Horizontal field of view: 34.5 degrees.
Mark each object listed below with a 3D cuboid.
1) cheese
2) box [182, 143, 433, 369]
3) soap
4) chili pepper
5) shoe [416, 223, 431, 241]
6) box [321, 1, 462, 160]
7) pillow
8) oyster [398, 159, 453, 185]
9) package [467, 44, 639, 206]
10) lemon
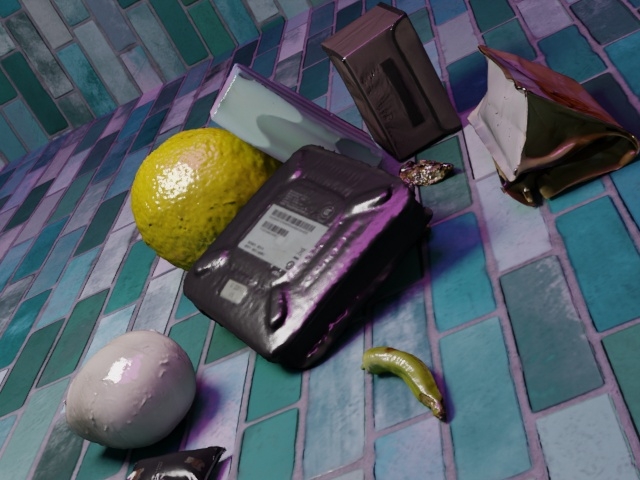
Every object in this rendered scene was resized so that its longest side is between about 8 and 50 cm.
[{"bbox_3d":[-0.277,0.220,1.549,0.189,0.154,0.198,8,42,48],"label":"cheese"},{"bbox_3d":[-0.033,0.014,1.641,0.350,0.091,0.359,-49,37,-11],"label":"box"},{"bbox_3d":[-0.044,-0.204,1.917,0.109,0.324,0.193,-57,21,13],"label":"soap"},{"bbox_3d":[0.113,0.171,1.324,0.049,0.043,0.208,-25,20,-21],"label":"chili pepper"},{"bbox_3d":[0.123,-0.021,1.679,0.109,0.072,0.069,-25,61,23],"label":"shoe"},{"bbox_3d":[0.135,-0.308,2.017,0.153,0.252,0.188,-32,23,-1],"label":"box"},{"bbox_3d":[-0.205,0.320,1.388,0.150,0.048,0.090,-17,34,20],"label":"pillow"},{"bbox_3d":[0.193,-0.129,1.865,0.132,0.029,0.086,-17,26,33],"label":"oyster"},{"bbox_3d":[0.348,-0.179,1.675,0.311,0.221,0.165,-101,32,-64],"label":"package"},{"bbox_3d":[-0.205,-0.082,1.947,0.322,0.268,0.268,-30,22,10],"label":"lemon"}]
